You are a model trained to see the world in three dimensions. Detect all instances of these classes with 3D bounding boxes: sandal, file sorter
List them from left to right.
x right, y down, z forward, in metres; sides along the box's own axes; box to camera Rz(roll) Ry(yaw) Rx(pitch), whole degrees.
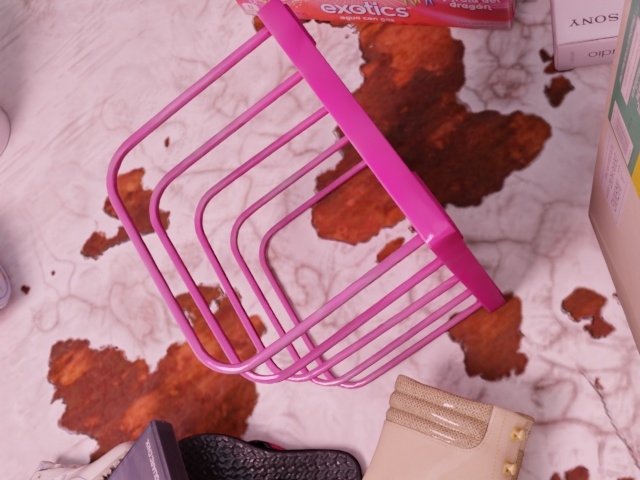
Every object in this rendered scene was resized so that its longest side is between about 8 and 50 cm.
[{"bbox_3d":[-0.051,0.216,0.701,0.179,0.040,0.067,4,82,4],"label":"sandal"},{"bbox_3d":[0.000,0.000,0.604,0.182,0.290,0.202,-37,68,8],"label":"file sorter"}]

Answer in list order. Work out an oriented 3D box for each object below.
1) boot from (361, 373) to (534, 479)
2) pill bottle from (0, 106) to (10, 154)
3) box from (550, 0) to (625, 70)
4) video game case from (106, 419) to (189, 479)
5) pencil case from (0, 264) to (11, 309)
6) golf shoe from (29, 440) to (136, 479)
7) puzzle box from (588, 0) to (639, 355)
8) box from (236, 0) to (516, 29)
[{"bbox_3d":[0.144,0.240,0.601,0.261,0.095,0.204,22,75,14],"label":"boot"},{"bbox_3d":[-0.446,-0.150,0.816,0.124,0.221,0.124,-4,74,16],"label":"pill bottle"},{"bbox_3d":[0.329,-0.328,0.710,0.232,0.058,0.322,-4,76,17],"label":"box"},{"bbox_3d":[-0.183,0.316,0.634,0.274,0.026,0.196,-52,40,17],"label":"video game case"},{"bbox_3d":[-0.470,0.099,0.818,0.273,0.113,0.124,-36,49,6],"label":"pencil case"},{"bbox_3d":[-0.248,0.240,0.739,0.176,0.069,0.086,-40,62,2],"label":"golf shoe"},{"bbox_3d":[0.237,0.046,0.452,0.052,0.409,0.272,-17,72,12],"label":"puzzle box"},{"bbox_3d":[0.049,-0.317,0.748,0.299,0.142,0.154,10,78,19],"label":"box"}]
